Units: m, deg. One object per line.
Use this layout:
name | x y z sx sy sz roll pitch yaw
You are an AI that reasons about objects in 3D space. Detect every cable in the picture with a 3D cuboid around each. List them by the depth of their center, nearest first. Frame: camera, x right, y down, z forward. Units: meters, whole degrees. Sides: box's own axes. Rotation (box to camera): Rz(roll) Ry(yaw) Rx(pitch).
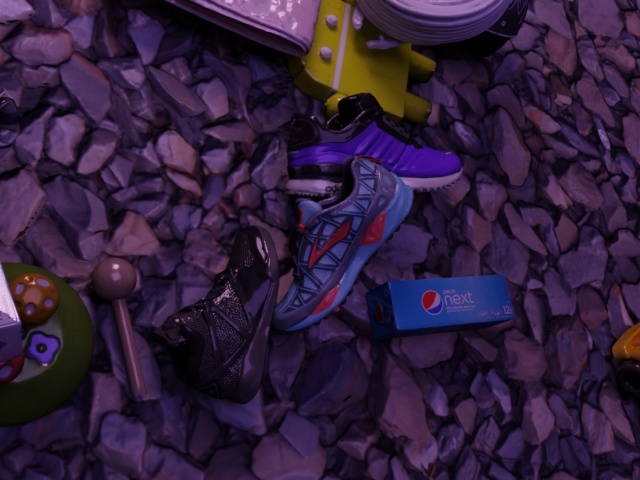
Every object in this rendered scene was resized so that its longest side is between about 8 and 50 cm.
cable | 0.171 -0.420 1.121 0.257 0.089 0.257 -3 75 -2

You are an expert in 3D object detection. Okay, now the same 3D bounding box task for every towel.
towel | -0.130 -0.460 1.072 0.317 0.053 0.332 19 65 -22

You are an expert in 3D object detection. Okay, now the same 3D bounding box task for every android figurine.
android figurine | 0.058 -0.284 1.161 0.273 0.056 0.248 21 64 -22

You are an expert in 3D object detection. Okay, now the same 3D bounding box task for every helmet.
helmet | 0.268 -0.400 1.248 0.169 0.161 0.169 9 68 -25

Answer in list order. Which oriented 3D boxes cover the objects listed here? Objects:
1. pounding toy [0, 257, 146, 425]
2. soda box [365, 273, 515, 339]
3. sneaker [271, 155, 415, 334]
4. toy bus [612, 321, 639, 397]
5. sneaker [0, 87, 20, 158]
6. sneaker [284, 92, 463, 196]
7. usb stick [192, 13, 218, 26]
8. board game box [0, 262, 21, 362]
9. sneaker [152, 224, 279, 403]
pounding toy | -0.302 0.097 0.799 0.237 0.110 0.183 -4 74 -29
soda box | 0.175 0.095 1.076 0.210 0.067 0.071 -1 72 -29
sneaker | 0.000 0.000 0.966 0.125 0.104 0.262 41 79 -18
toy bus | 0.610 0.222 1.176 0.149 0.211 0.220 -28 85 -31
sneaker | -0.391 -0.163 0.772 0.163 0.086 0.226 2 57 -6
sneaker | 0.085 -0.140 1.068 0.293 0.102 0.146 -6 96 -30
usb stick | -0.173 -0.443 1.100 0.077 0.045 0.278 -4 74 -28
board game box | -0.484 0.009 0.692 0.318 0.066 0.318 -12 54 -30
sneaker | -0.126 0.076 0.912 0.130 0.087 0.227 20 69 -28
